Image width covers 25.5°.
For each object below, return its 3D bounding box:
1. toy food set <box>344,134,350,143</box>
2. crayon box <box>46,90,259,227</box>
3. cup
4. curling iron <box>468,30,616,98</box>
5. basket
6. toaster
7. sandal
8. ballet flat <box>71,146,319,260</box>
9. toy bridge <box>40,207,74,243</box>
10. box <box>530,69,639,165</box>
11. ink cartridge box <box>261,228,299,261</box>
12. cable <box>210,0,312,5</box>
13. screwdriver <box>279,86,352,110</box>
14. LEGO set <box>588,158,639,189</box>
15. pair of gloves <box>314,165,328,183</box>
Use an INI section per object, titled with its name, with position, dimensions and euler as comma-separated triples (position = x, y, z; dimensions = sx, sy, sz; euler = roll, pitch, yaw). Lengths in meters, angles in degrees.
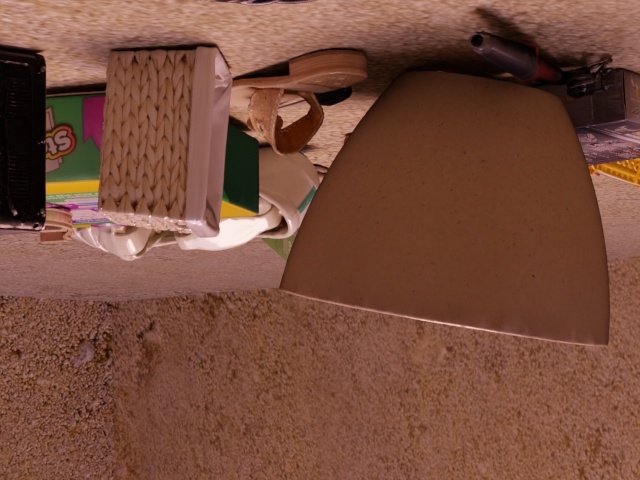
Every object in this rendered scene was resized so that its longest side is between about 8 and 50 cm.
[toy food set]
position = 0.146, -0.078, 1.775
dimensions = 0.232, 0.104, 0.111
euler = 3, 172, -38
[crayon box]
position = -0.285, -0.085, 1.585
dimensions = 0.363, 0.106, 0.313
euler = -3, 173, 14
[cup]
position = 0.140, -0.037, 1.413
dimensions = 0.331, 0.237, 0.331
euler = 9, 179, 0
[curling iron]
position = 0.202, -0.168, 1.303
dimensions = 0.068, 0.035, 0.274
euler = -11, 171, 32
[basket]
position = -0.145, -0.092, 1.319
dimensions = 0.103, 0.167, 0.113
euler = 4, 174, 4
[toaster]
position = -0.341, -0.087, 1.252
dimensions = 0.186, 0.168, 0.110
euler = 3, 173, -41
[sandal]
position = -0.033, -0.125, 1.406
dimensions = 0.088, 0.079, 0.240
euler = 2, 173, -31
[ballet flat]
position = -0.199, -0.039, 1.833
dimensions = 0.400, 0.139, 0.139
euler = -7, 173, 16
[toy bridge]
position = -0.306, -0.020, 1.553
dimensions = 0.063, 0.026, 0.188
euler = -4, 173, 11
[box]
position = 0.307, -0.131, 1.569
dimensions = 0.183, 0.056, 0.231
euler = -8, 171, 39
[ink cartridge box]
position = 0.000, 0.000, 2.157
dimensions = 0.109, 0.062, 0.209
euler = -12, -152, -24
[cable]
position = -0.013, -0.196, 0.978
dimensions = 0.185, 0.047, 0.150
euler = -5, 179, 4
[screwdriver]
position = -0.014, -0.144, 1.494
dimensions = 0.024, 0.025, 0.170
euler = 1, 172, -28
[LEGO set]
position = 0.331, -0.080, 1.857
dimensions = 0.287, 0.132, 0.107
euler = -27, -155, -30
[pair of gloves]
position = -0.073, -0.070, 2.078
dimensions = 0.204, 0.042, 0.240
euler = -3, 173, 11
